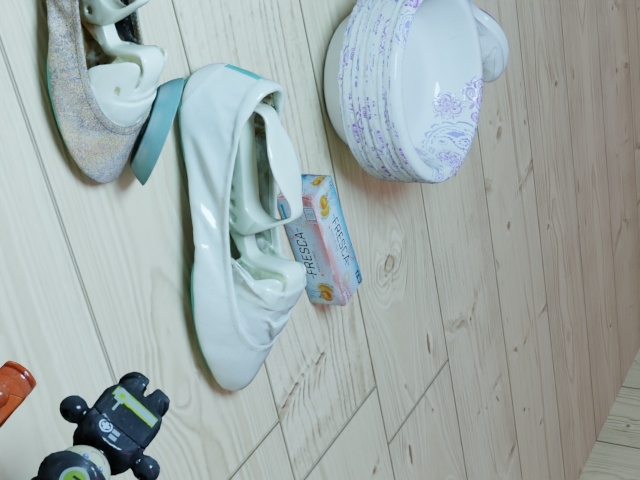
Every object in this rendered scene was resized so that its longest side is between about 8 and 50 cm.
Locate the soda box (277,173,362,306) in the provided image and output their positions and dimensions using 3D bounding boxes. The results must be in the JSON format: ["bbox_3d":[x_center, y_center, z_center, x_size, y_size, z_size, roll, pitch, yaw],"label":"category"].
[{"bbox_3d":[0.000,0.000,1.399,0.063,0.058,0.183,-53,138,-41],"label":"soda box"}]

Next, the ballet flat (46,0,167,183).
[{"bbox_3d":[-0.203,-0.202,0.980,0.107,0.106,0.316,-37,126,-52],"label":"ballet flat"}]

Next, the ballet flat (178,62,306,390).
[{"bbox_3d":[-0.080,-0.002,1.196,0.139,0.139,0.400,-28,119,-54],"label":"ballet flat"}]

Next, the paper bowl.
[{"bbox_3d":[0.109,-0.224,1.458,0.284,0.148,0.284,-17,110,-57],"label":"paper bowl"}]

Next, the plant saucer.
[{"bbox_3d":[-0.172,-0.116,1.071,0.021,0.119,0.119,21,73,-16],"label":"plant saucer"}]

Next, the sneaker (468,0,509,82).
[{"bbox_3d":[0.199,-0.330,1.658,0.305,0.114,0.152,43,72,-48],"label":"sneaker"}]

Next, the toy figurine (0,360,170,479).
[{"bbox_3d":[-0.232,0.223,0.900,0.148,0.213,0.209,-56,146,-57],"label":"toy figurine"}]
